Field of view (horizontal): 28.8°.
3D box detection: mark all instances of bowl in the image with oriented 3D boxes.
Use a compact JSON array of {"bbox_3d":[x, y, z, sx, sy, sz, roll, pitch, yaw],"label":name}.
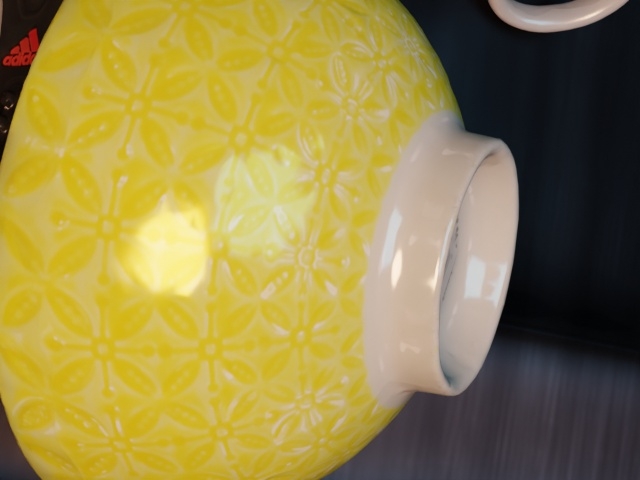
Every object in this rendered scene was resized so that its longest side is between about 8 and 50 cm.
[{"bbox_3d":[0.000,0.000,0.572,0.289,0.156,0.290,11,90,-68],"label":"bowl"}]

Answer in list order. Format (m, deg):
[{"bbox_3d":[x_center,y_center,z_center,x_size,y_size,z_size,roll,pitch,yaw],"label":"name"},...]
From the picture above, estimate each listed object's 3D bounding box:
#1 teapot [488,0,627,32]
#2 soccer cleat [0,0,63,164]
[{"bbox_3d":[0.103,-0.249,0.735,0.256,0.187,0.252,60,27,1],"label":"teapot"},{"bbox_3d":[-0.102,-0.093,0.623,0.116,0.108,0.318,35,65,-52],"label":"soccer cleat"}]
